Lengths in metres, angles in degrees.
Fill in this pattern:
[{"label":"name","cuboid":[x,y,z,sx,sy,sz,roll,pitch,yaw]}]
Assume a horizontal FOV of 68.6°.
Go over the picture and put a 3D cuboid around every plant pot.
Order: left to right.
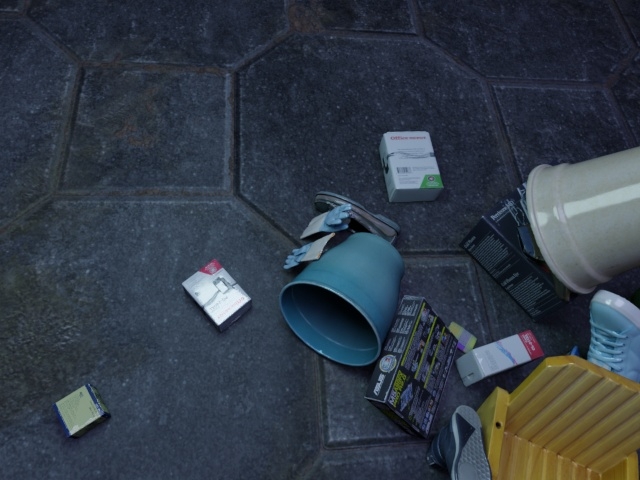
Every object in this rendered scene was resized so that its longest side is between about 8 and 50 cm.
[{"label":"plant pot","cuboid":[0.077,0.123,1.172,0.271,0.272,0.255,32,51,8]},{"label":"plant pot","cuboid":[0.693,-0.072,1.048,0.333,0.305,0.334,15,65,-35]}]

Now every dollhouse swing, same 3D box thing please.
[{"label":"dollhouse swing","cuboid":[0.550,0.479,1.013,0.346,0.305,0.315,24,54,3]}]

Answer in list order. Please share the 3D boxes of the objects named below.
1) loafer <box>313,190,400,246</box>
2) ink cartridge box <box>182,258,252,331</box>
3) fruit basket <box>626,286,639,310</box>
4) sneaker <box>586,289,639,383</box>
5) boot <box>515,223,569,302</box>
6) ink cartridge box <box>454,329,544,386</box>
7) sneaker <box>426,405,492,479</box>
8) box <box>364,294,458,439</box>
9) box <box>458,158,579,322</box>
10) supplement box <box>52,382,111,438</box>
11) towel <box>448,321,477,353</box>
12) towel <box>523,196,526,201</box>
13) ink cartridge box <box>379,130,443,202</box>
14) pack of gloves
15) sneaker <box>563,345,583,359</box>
[{"label":"loafer","cuboid":[0.097,-0.054,1.346,0.267,0.096,0.084,24,69,2]},{"label":"ink cartridge box","cuboid":[-0.264,0.141,1.211,0.109,0.063,0.150,-39,75,-23]},{"label":"fruit basket","cuboid":[1.013,0.299,1.220,0.391,0.283,0.392,7,45,-7]},{"label":"sneaker","cuboid":[0.719,0.281,1.149,0.150,0.135,0.366,-44,121,-15]},{"label":"boot","cuboid":[0.561,0.050,1.184,0.106,0.082,0.219,-5,68,17]},{"label":"ink cartridge box","cuboid":[0.450,0.301,1.196,0.175,0.127,0.072,-14,65,-15]},{"label":"sneaker","cuboid":[0.300,0.508,1.042,0.086,0.163,0.226,21,37,0]},{"label":"box","cuboid":[0.229,0.303,1.130,0.216,0.060,0.270,47,57,-34]},{"label":"box","cuboid":[0.644,-0.004,1.348,0.343,0.179,0.312,-35,72,-22]},{"label":"supplement box","cuboid":[-0.535,0.383,1.056,0.083,0.056,0.083,-32,72,-21]},{"label":"towel","cuboid":[0.377,0.264,1.271,0.083,0.009,0.060,33,63,8]},{"label":"towel","cuboid":[0.608,-0.080,1.263,0.067,0.029,0.120,-21,67,-16]},{"label":"ink cartridge box","cuboid":[0.276,-0.229,1.458,0.152,0.087,0.209,-2,65,-9]},{"label":"pack of gloves","cuboid":[0.000,0.000,1.244,0.046,0.232,0.195,40,64,-16]},{"label":"sneaker","cuboid":[0.634,0.336,1.237,0.188,0.078,0.067,-31,101,-35]}]
